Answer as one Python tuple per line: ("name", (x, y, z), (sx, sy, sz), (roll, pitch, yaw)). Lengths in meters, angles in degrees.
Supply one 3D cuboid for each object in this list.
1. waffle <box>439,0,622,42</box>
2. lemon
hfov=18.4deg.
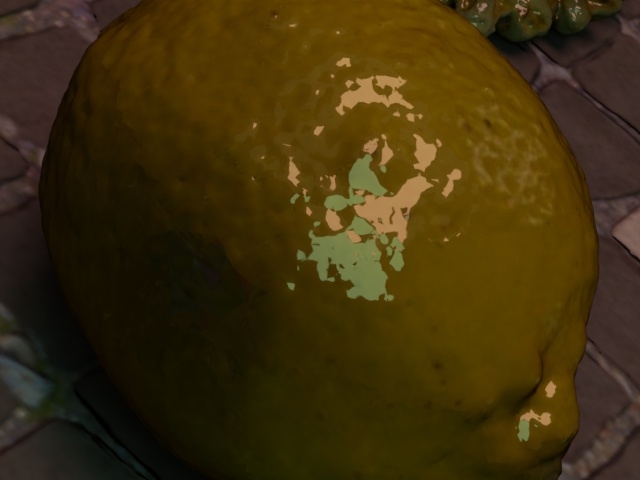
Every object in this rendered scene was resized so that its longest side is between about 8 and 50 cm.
("waffle", (0.090, -0.202, 1.131), (0.208, 0.054, 0.214), (-20, 68, -47))
("lemon", (0.000, 0.000, 0.762), (0.204, 0.204, 0.260), (-24, 65, -45))
